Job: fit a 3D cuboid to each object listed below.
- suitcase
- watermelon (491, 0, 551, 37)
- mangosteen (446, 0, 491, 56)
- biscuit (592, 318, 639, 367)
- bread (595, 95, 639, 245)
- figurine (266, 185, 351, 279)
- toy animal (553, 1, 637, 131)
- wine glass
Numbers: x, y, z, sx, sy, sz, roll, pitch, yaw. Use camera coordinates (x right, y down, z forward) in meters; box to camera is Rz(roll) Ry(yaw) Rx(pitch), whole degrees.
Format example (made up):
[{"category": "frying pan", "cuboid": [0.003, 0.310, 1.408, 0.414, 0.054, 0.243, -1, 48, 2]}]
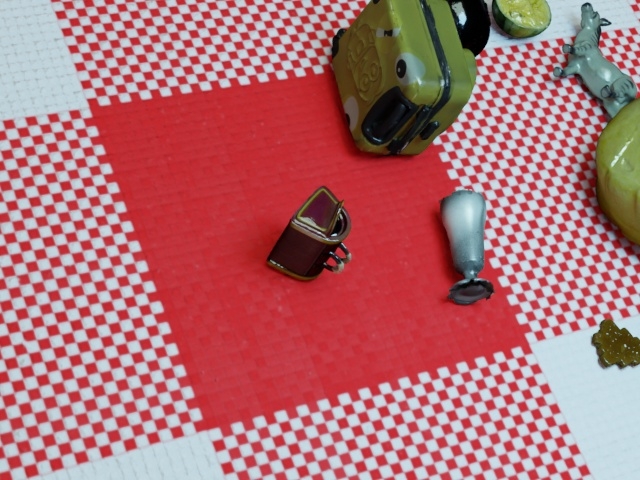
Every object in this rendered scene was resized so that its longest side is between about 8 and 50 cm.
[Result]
[{"category": "suitcase", "cuboid": [0.126, -0.252, 1.959, 0.143, 0.194, 0.234, 2, 60, -30]}, {"category": "watermelon", "cuboid": [0.323, -0.371, 2.181, 0.106, 0.062, 0.105, 14, 51, -19]}, {"category": "mangosteen", "cuboid": [0.191, -0.338, 2.087, 0.151, 0.137, 0.137, -16, 62, 10]}, {"category": "biscuit", "cuboid": [0.439, 0.155, 1.941, 0.092, 0.016, 0.082, 16, 52, -12]}, {"category": "bread", "cuboid": [0.546, -0.116, 2.013, 0.270, 0.148, 0.269, -11, 53, 15]}, {"category": "figurine", "cuboid": [0.001, -0.001, 1.787, 0.098, 0.154, 0.082, 42, 55, 3]}, {"category": "toy animal", "cuboid": [0.459, -0.281, 2.176, 0.176, 0.073, 0.217, -24, 75, -46]}, {"category": "wine glass", "cuboid": [0.209, 0.009, 1.909, 0.072, 0.072, 0.155, 8, 58, -16]}]
